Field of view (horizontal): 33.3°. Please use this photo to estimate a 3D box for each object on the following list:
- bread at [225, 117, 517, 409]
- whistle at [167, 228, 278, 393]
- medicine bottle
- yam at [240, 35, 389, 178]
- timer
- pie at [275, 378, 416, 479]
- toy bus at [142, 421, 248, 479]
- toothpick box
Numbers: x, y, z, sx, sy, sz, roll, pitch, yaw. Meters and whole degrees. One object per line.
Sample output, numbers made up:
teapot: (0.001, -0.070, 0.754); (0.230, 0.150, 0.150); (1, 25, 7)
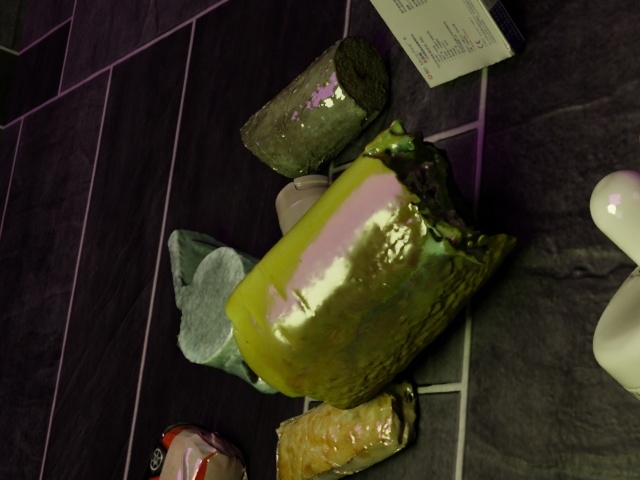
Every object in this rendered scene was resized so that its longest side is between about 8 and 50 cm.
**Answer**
bread: (0.062, 0.056, 1.403); (0.376, 0.251, 0.208); (-45, 42, 16)
whistle: (-0.140, 0.109, 1.733); (0.404, 0.168, 0.188); (20, 90, 58)
medicine bottle: (0.164, -0.322, 1.499); (0.171, 0.201, 0.052); (-17, 28, 50)
yam: (-0.007, -0.200, 1.715); (0.254, 0.154, 0.154); (-35, 50, 34)
timer: (0.358, 0.043, 1.050); (0.233, 0.240, 0.233); (-48, 0, 0)
pie: (0.022, 0.280, 1.528); (0.282, 0.068, 0.129); (-32, 51, 42)
toy bus: (-0.218, 0.452, 1.719); (0.147, 0.127, 0.303); (9, 80, 48)
toothpick box: (0.000, 0.000, 1.642); (0.111, 0.111, 0.181); (-44, 45, 33)
